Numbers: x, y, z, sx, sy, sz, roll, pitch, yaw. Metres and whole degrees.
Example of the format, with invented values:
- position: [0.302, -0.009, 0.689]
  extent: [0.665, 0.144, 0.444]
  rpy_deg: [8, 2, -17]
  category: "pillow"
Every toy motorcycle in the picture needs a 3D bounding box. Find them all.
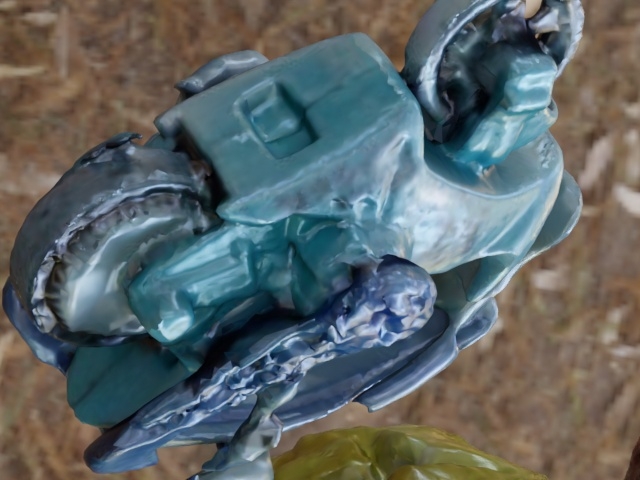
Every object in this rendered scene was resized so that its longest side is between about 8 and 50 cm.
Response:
- position: [0.000, 0.000, 0.778]
  extent: [0.260, 0.154, 0.206]
  rpy_deg: [-27, 141, -10]
  category: "toy motorcycle"

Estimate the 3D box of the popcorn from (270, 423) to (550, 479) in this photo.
- position: [0.046, 0.229, 0.999]
  extent: [0.225, 0.276, 0.276]
  rpy_deg: [-77, 155, -69]
  category: "popcorn"

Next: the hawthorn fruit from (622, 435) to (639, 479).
- position: [0.253, 0.138, 1.012]
  extent: [0.194, 0.157, 0.157]
  rpy_deg: [-26, 113, -54]
  category: "hawthorn fruit"
